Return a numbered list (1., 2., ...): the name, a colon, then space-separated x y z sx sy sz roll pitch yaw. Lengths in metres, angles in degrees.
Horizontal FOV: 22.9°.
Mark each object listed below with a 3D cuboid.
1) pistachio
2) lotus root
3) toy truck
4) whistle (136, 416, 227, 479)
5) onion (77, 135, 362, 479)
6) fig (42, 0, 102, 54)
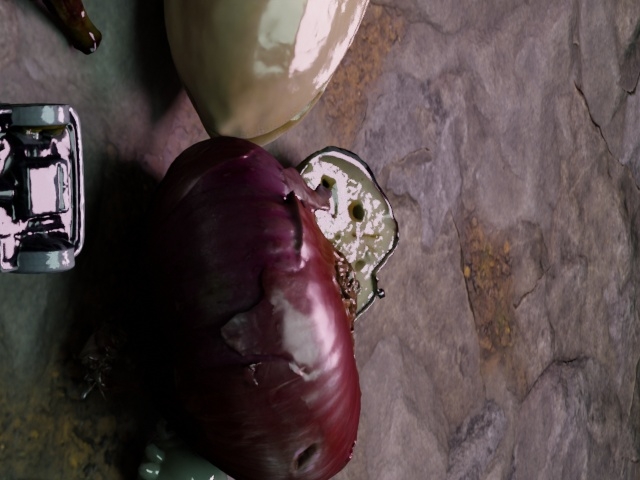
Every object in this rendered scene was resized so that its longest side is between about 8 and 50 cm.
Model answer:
1. pistachio: -0.055 -0.248 1.581 0.193 0.213 0.318 150 -49 -83
2. lotus root: -0.002 -0.003 1.802 0.183 0.078 0.204 -41 120 -32
3. toy truck: -0.336 -0.031 1.166 0.367 0.175 0.146 -10 103 -57
4. whistle: -0.127 0.292 1.602 0.101 0.105 0.253 -23 108 -22
5. onion: -0.099 0.081 1.515 0.347 0.285 0.348 165 -90 -85
6. fig: -0.214 -0.254 1.336 0.191 0.190 0.290 -57 142 -38
